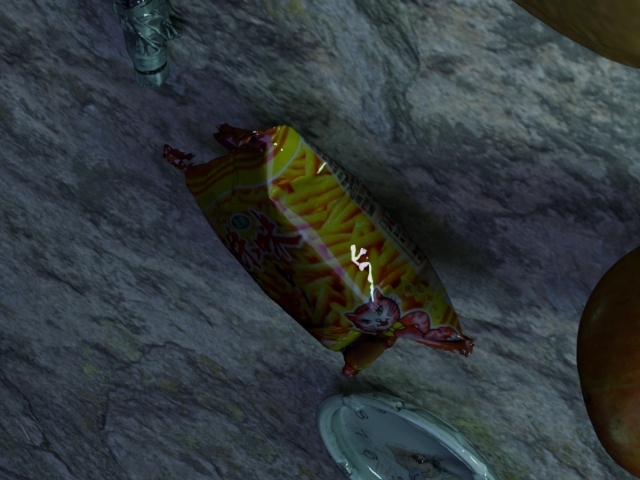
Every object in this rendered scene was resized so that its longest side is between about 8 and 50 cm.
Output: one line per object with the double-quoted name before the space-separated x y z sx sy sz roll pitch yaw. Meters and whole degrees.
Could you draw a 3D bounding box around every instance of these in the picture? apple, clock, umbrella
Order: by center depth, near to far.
"apple" 0.291 0.088 1.433 0.196 0.196 0.196 26 151 16
"umbrella" -0.150 -0.195 1.622 0.050 0.046 0.188 20 148 17
"clock" 0.103 0.224 1.982 0.236 0.053 0.236 27 149 18

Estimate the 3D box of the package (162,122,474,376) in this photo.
"package" -0.004 0.000 1.708 0.288 0.108 0.223 51 154 -13

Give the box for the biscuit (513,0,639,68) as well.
"biscuit" 0.117 -0.245 1.156 0.312 0.057 0.351 32 159 44
